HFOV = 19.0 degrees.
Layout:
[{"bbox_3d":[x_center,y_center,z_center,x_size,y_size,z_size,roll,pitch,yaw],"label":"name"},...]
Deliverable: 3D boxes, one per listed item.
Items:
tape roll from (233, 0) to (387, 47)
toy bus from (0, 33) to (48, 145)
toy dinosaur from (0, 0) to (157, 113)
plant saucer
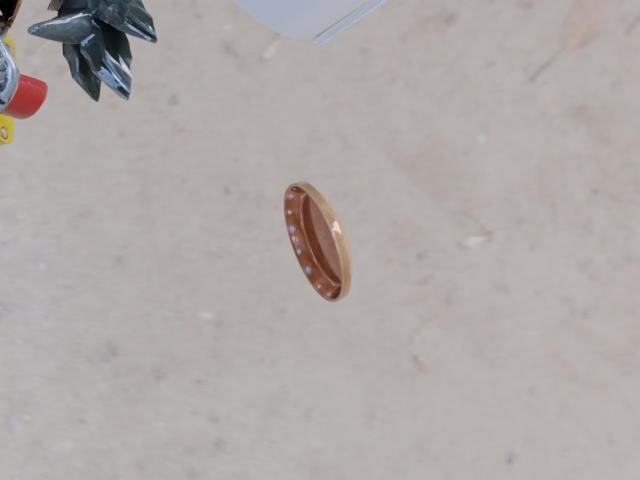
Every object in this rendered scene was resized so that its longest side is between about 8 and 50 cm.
[{"bbox_3d":[0.001,-0.291,1.405,0.246,0.169,0.246,41,31,-31],"label":"tape roll"},{"bbox_3d":[-0.270,-0.117,1.145,0.191,0.202,0.104,5,73,-21],"label":"toy bus"},{"bbox_3d":[-0.145,-0.173,0.768,0.218,0.164,0.322,14,61,-33],"label":"toy dinosaur"},{"bbox_3d":[0.000,0.000,1.266,0.013,0.083,0.083,-20,97,-19],"label":"plant saucer"}]
